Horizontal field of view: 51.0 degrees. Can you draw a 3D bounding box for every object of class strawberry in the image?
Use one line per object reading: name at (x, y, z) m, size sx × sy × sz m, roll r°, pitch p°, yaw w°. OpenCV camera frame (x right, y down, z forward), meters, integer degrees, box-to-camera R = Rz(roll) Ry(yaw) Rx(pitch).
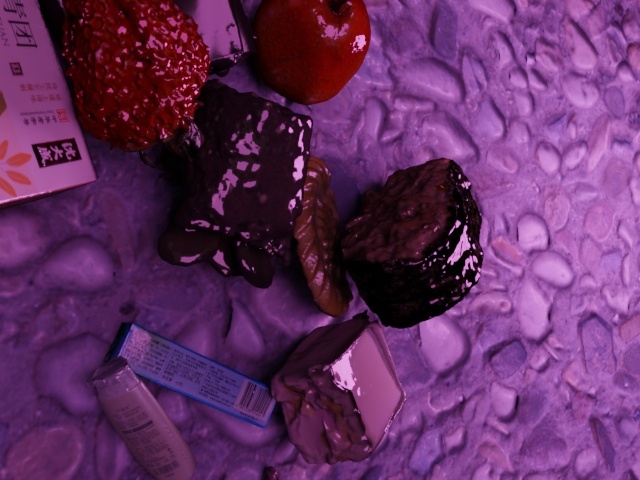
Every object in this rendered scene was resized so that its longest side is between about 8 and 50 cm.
strawberry at (-0.236, -0.216, 0.805) m, size 0.106 × 0.188 × 0.286 m, roll -67°, pitch 135°, yaw -73°

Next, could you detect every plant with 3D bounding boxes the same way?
plant at (-0.129, -0.081, 0.969) m, size 0.199 × 0.188 × 0.276 m, roll 11°, pitch 100°, yaw -39°

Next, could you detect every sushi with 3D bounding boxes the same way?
sushi at (0.159, -0.009, 1.125) m, size 0.171 × 0.211 × 0.350 m, roll 55°, pitch 37°, yaw -18°

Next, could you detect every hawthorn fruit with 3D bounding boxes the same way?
hawthorn fruit at (-0.007, -0.328, 1.045) m, size 0.196 × 0.225 × 0.196 m, roll 6°, pitch 75°, yaw -25°

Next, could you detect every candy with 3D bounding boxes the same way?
candy at (0.030, 0.230, 1.064) m, size 0.195 × 0.137 × 0.185 m, roll -42°, pitch 115°, yaw -52°

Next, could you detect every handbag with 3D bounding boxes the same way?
handbag at (-0.245, -0.333, 0.945) m, size 0.285 × 0.113 × 0.257 m, roll -31°, pitch 105°, yaw -32°

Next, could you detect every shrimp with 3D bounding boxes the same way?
shrimp at (-0.079, 0.407, 1.068) m, size 0.038 × 0.029 × 0.092 m, roll -20°, pitch 102°, yaw -35°

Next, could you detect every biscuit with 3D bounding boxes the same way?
biscuit at (0.000, 0.000, 1.085) m, size 0.187 × 0.036 × 0.273 m, roll -28°, pitch 108°, yaw -70°

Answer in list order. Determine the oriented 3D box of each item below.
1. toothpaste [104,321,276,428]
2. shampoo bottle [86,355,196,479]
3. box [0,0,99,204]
toothpaste at (-0.182, 0.202, 0.995) m, size 0.267 × 0.050 × 0.065 m, roll 32°, pitch 72°, yaw -29°
shampoo bottle at (-0.240, 0.254, 0.920) m, size 0.072 × 0.049 × 0.212 m, roll -18°, pitch 117°, yaw 7°
box at (-0.446, -0.182, 0.679) m, size 0.385 × 0.122 × 0.344 m, roll -35°, pitch 109°, yaw -66°
